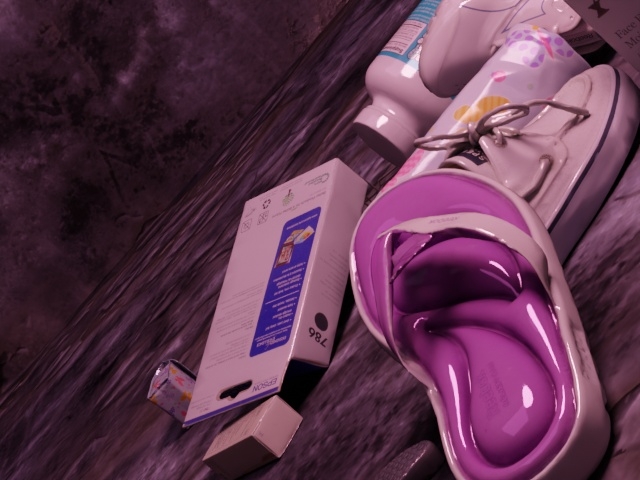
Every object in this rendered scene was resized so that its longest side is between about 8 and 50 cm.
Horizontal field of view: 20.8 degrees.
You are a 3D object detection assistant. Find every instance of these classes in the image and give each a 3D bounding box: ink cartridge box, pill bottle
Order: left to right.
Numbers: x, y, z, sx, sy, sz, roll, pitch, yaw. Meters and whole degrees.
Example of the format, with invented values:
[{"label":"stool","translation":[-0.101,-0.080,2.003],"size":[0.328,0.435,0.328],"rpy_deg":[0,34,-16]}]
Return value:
[{"label":"ink cartridge box","translation":[-0.048,0.071,1.994],"size":[0.165,0.065,0.333],"rpy_deg":[-23,40,40]},{"label":"pill bottle","translation":[0.154,-0.214,2.113],"size":[0.264,0.146,0.146],"rpy_deg":[-52,12,-10]}]

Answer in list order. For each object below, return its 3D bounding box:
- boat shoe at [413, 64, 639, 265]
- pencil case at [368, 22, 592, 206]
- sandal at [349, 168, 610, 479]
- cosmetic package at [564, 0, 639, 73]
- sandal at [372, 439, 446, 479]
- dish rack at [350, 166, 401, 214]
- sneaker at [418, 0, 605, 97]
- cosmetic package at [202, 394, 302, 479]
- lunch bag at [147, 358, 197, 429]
[{"label":"boat shoe","translation":[0.158,-0.055,1.584],"size":[0.367,0.156,0.136],"rpy_deg":[-56,14,-27]},{"label":"pencil case","translation":[0.167,-0.091,1.776],"size":[0.273,0.113,0.124],"rpy_deg":[-52,-21,-12]},{"label":"sandal","translation":[0.107,0.043,1.342],"size":[0.169,0.102,0.416],"rpy_deg":[-43,33,8]},{"label":"cosmetic package","translation":[0.317,-0.271,1.614],"size":[0.151,0.183,0.151],"rpy_deg":[-40,15,38]},{"label":"sandal","translation":[0.028,0.268,1.344],"size":[0.254,0.054,0.097],"rpy_deg":[-59,5,0]},{"label":"dish rack","translation":[0.000,0.000,2.183],"size":[0.271,0.074,0.208],"rpy_deg":[-39,17,39]},{"label":"sneaker","translation":[0.236,-0.242,1.874],"size":[0.297,0.111,0.129],"rpy_deg":[-34,47,15]},{"label":"cosmetic package","translation":[-0.073,0.213,1.867],"size":[0.115,0.041,0.060],"rpy_deg":[-32,20,53]},{"label":"lunch bag","translation":[-0.180,0.191,2.242],"size":[0.053,0.071,0.083],"rpy_deg":[-48,11,14]}]
